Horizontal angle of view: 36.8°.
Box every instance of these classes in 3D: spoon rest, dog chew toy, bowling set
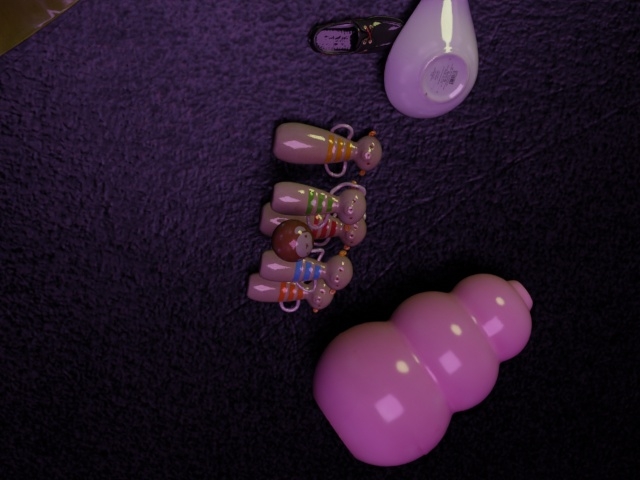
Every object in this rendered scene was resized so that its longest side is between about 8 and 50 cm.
[{"bbox_3d":[0.172,-0.287,1.264,0.137,0.084,0.276,8,119,-25],"label":"spoon rest"},{"bbox_3d":[0.154,0.167,1.359,0.332,0.206,0.207,-36,110,-3],"label":"dog chew toy"},{"bbox_3d":[0.000,0.000,1.281,0.154,0.200,0.287,7,112,-11],"label":"bowling set"}]

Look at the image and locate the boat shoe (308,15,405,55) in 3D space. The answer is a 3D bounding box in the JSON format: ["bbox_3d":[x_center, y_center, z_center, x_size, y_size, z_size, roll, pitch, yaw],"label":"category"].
[{"bbox_3d":[0.051,-0.268,1.271,0.133,0.042,0.049,-7,107,-6],"label":"boat shoe"}]

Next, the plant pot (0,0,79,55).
[{"bbox_3d":[-0.413,-0.395,1.020,0.366,0.366,0.353,-35,102,5],"label":"plant pot"}]
